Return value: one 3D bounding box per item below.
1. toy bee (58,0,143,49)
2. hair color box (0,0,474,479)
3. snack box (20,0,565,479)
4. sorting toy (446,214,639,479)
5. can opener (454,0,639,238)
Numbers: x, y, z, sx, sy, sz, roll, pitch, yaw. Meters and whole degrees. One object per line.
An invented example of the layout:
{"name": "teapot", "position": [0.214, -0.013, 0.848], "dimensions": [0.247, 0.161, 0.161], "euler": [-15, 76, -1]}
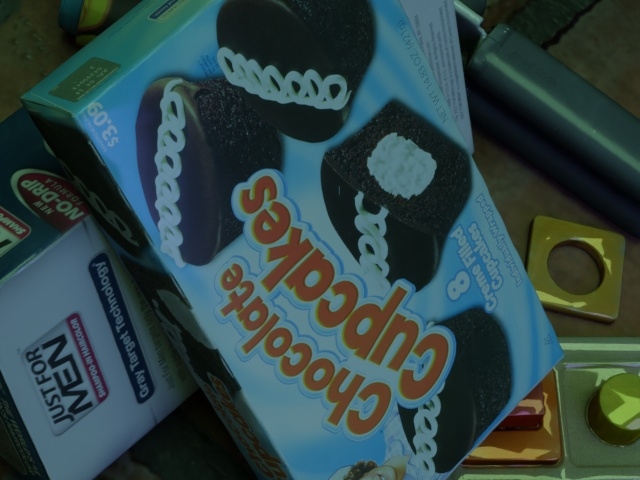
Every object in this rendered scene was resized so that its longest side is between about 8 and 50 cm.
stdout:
{"name": "toy bee", "position": [-0.095, -0.159, 1.089], "dimensions": [0.195, 0.162, 0.298], "euler": [0, 66, -14]}
{"name": "hair color box", "position": [-0.070, -0.032, 1.014], "dimensions": [0.105, 0.174, 0.347], "euler": [30, 59, 35]}
{"name": "snack box", "position": [0.000, 0.000, 0.941], "dimensions": [0.187, 0.060, 0.322], "euler": [-43, 124, -21]}
{"name": "sorting toy", "position": [0.150, 0.136, 1.065], "dimensions": [0.196, 0.047, 0.348], "euler": [2, 65, -11]}
{"name": "can opener", "position": [0.130, -0.121, 1.164], "dimensions": [0.283, 0.076, 0.095], "euler": [36, 65, 5]}
